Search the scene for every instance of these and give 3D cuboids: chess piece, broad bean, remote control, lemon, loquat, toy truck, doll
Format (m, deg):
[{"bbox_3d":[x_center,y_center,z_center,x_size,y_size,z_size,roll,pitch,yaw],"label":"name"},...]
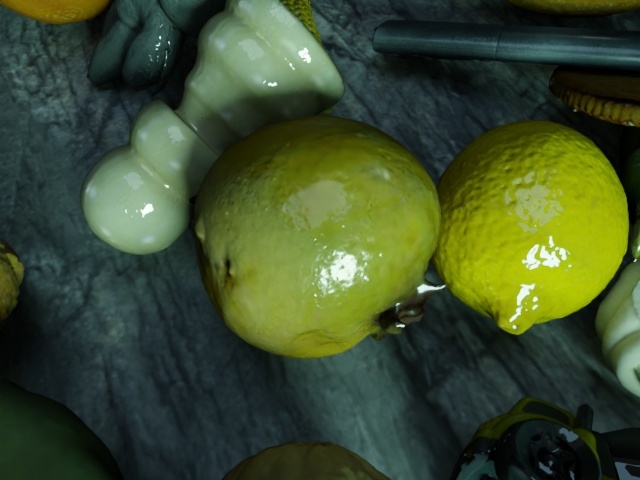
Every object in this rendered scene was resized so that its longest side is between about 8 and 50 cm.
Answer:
[{"bbox_3d":[-0.133,-0.114,0.595,0.300,0.167,0.167,-44,64,1],"label":"chess piece"},{"bbox_3d":[0.370,-0.077,0.619,0.061,0.077,0.339,0,33,28],"label":"broad bean"},{"bbox_3d":[0.263,-0.263,0.736,0.378,0.044,0.107,10,29,19],"label":"remote control"},{"bbox_3d":[0.202,-0.020,0.546,0.187,0.187,0.244,16,57,11],"label":"lemon"},{"bbox_3d":[0.000,0.000,0.511,0.244,0.244,0.244,-1,57,1],"label":"loquat"},{"bbox_3d":[0.226,0.205,0.440,0.224,0.147,0.165,23,37,18],"label":"toy truck"},{"bbox_3d":[-0.181,-0.306,0.728,0.158,0.340,0.245,29,53,-32],"label":"doll"}]

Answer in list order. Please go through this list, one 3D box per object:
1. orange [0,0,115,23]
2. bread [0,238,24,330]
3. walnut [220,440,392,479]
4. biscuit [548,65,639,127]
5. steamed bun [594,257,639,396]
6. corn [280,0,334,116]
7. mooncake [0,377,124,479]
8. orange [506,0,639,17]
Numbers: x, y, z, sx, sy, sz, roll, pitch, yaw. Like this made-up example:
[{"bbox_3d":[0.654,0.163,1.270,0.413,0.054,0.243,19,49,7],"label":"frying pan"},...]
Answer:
[{"bbox_3d":[-0.393,-0.442,0.792,0.246,0.246,0.246,-1,57,1],"label":"orange"},{"bbox_3d":[-0.420,0.066,0.496,0.274,0.149,0.274,7,19,-3],"label":"bread"},{"bbox_3d":[-0.009,0.257,0.370,0.198,0.198,0.245,1,50,2],"label":"walnut"},{"bbox_3d":[0.433,-0.176,0.661,0.305,0.038,0.305,-1,30,0],"label":"biscuit"},{"bbox_3d":[0.351,0.089,0.519,0.183,0.106,0.183,2,53,-2],"label":"steamed bun"},{"bbox_3d":[-0.057,-0.293,0.773,0.115,0.115,0.317,-12,59,-6],"label":"corn"},{"bbox_3d":[-0.272,0.274,0.360,0.351,0.187,0.351,-2,46,2],"label":"mooncake"},{"bbox_3d":[0.372,-0.475,0.763,0.357,0.322,0.322,5,57,18],"label":"orange"}]
